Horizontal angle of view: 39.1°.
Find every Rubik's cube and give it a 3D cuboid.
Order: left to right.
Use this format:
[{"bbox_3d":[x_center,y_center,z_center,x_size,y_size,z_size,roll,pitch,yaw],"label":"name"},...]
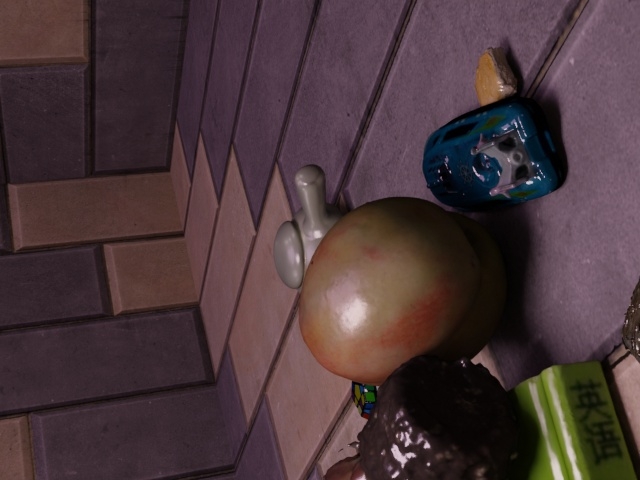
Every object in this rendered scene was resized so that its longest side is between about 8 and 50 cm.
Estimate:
[{"bbox_3d":[0.115,0.253,1.545,0.112,0.133,0.133,57,164,-8],"label":"Rubik's cube"}]

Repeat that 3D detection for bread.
[{"bbox_3d":[0.228,-0.202,1.176,0.083,0.035,0.070,100,157,-57],"label":"bread"}]

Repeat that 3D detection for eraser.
[{"bbox_3d":[0.292,0.302,1.062,0.210,0.092,0.274,120,142,-62],"label":"eraser"}]

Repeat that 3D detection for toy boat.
[{"bbox_3d":[0.193,-0.097,1.189,0.134,0.092,0.299,67,162,-3],"label":"toy boat"}]

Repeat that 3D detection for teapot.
[{"bbox_3d":[-0.013,-0.020,1.783,0.220,0.149,0.318,-136,42,-61],"label":"teapot"}]

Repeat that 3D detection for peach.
[{"bbox_3d":[0.105,0.076,1.214,0.247,0.292,0.292,50,150,18],"label":"peach"}]

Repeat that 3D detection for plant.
[{"bbox_3d":[0.135,0.267,1.102,0.178,0.204,0.234,-101,25,-56],"label":"plant"}]

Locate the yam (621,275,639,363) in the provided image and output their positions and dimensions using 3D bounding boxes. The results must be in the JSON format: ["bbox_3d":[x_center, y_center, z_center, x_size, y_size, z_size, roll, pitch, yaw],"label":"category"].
[{"bbox_3d":[0.341,0.049,0.818,0.107,0.107,0.183,-119,31,-50],"label":"yam"}]
